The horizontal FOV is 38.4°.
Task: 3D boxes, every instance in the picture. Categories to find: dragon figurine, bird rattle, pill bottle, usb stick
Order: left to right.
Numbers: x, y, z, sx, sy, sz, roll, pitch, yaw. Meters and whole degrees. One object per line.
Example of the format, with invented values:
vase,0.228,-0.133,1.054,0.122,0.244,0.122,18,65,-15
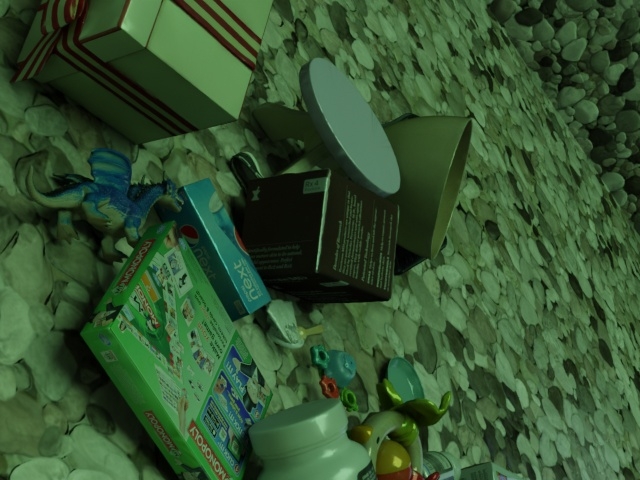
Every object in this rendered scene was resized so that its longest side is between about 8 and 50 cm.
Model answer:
dragon figurine,-0.291,-0.064,1.198,0.289,0.085,0.144,30,41,-50
pill bottle,0.007,0.364,1.226,0.162,0.162,0.278,-17,90,-60
bird rattle,0.107,0.340,1.379,0.207,0.143,0.253,-5,99,-51
usb stick,0.201,0.011,1.948,0.278,0.045,0.077,-24,95,-60
pill bottle,0.183,0.405,1.583,0.137,0.078,0.078,5,63,-56

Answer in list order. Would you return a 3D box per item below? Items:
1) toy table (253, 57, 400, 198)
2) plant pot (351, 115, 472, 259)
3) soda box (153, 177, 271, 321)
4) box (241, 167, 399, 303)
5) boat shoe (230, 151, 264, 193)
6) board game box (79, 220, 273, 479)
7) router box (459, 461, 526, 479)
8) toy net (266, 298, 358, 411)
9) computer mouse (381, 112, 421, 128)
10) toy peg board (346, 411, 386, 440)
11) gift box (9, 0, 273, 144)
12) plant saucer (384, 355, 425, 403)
toy table,0.007,-0.173,1.663,0.274,0.161,0.252,62,33,-1
plant pot,0.169,-0.124,1.807,0.284,0.191,0.284,16,90,-77
soda box,-0.159,0.018,1.363,0.210,0.067,0.071,63,30,-1
box,0.000,0.000,1.483,0.203,0.169,0.166,22,69,-48
boat shoe,-0.109,-0.093,1.545,0.125,0.046,0.038,62,30,2
board game box,-0.169,0.163,1.180,0.317,0.046,0.213,65,27,-29
router box,0.372,0.611,1.694,0.301,0.082,0.335,36,40,-45
toy net,-0.021,0.185,1.474,0.232,0.045,0.122,41,39,-31
computer mouse,0.151,-0.211,2.026,0.272,0.072,0.188,-18,85,-47
toy peg board,0.046,0.373,1.418,0.161,0.079,0.160,-35,113,-59
gift box,-0.262,-0.290,1.271,0.258,0.277,0.255,38,52,-43
plant saucer,0.151,0.273,1.690,0.119,0.021,0.119,37,39,-39
